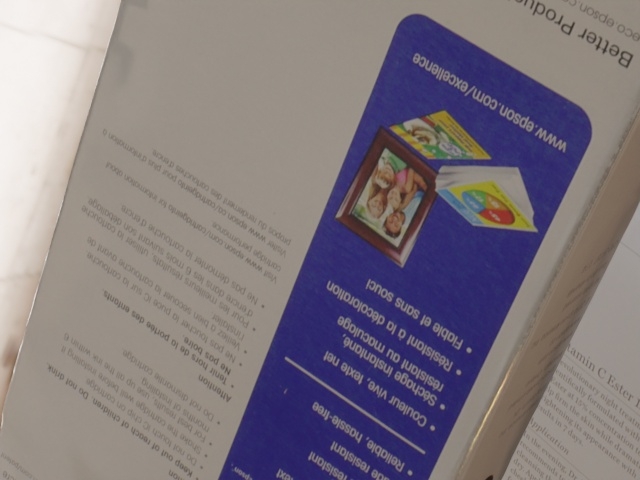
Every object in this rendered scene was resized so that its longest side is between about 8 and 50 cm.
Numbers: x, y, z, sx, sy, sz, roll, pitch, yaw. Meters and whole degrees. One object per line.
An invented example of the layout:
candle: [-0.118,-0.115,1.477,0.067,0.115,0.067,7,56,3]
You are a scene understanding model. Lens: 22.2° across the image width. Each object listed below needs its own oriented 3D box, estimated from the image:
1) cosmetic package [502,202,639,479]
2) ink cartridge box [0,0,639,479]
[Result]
cosmetic package: [0.120,0.078,0.736,0.097,0.377,0.284,-13,130,-36]
ink cartridge box: [0.000,0.000,0.518,0.065,0.165,0.333,-28,147,-54]
